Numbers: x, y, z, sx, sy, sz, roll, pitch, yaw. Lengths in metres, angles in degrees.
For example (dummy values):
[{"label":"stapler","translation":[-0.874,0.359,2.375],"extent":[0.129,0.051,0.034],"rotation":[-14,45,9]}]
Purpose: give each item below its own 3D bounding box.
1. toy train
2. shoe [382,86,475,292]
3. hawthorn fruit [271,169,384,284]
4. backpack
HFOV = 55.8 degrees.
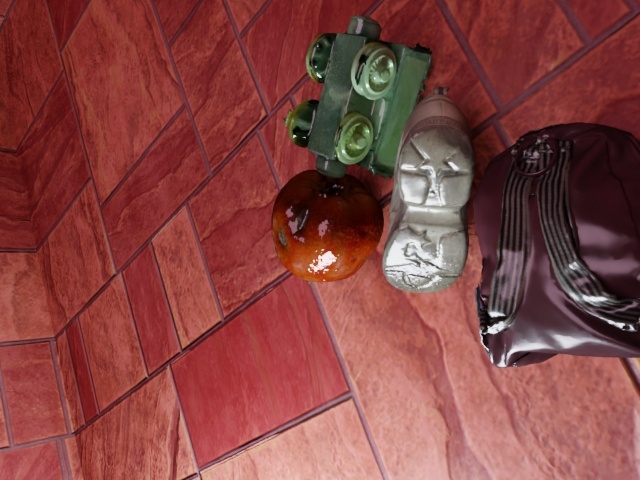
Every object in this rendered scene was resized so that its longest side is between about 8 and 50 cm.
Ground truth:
[{"label":"toy train","translation":[0.067,-0.240,1.048],"extent":[0.159,0.188,0.271],"rotation":[28,110,40]},{"label":"shoe","translation":[0.180,-0.078,0.978],"extent":[0.132,0.210,0.341],"rotation":[7,131,8]},{"label":"hawthorn fruit","translation":[0.000,0.000,1.115],"extent":[0.207,0.208,0.243],"rotation":[45,135,34]},{"label":"backpack","translation":[0.324,0.001,0.790],"extent":[0.283,0.197,0.316],"rotation":[-16,76,45]}]
